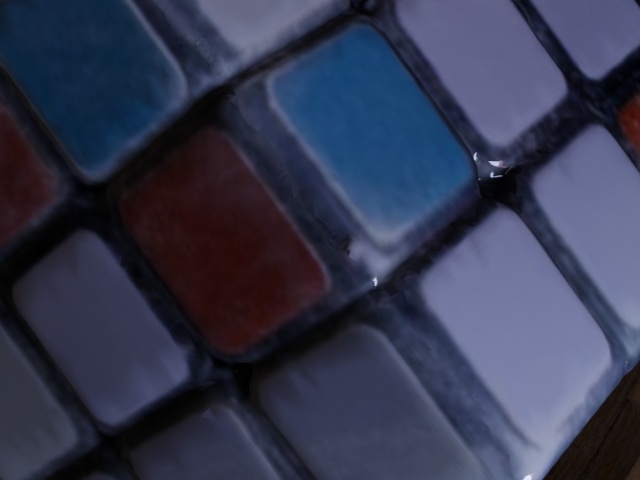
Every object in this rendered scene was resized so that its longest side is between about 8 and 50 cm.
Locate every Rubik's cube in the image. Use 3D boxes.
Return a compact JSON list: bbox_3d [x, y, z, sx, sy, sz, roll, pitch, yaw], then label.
[{"bbox_3d":[-0.029,-0.039,0.519,0.259,0.253,0.256,-36,-179,44],"label":"Rubik's cube"}]
